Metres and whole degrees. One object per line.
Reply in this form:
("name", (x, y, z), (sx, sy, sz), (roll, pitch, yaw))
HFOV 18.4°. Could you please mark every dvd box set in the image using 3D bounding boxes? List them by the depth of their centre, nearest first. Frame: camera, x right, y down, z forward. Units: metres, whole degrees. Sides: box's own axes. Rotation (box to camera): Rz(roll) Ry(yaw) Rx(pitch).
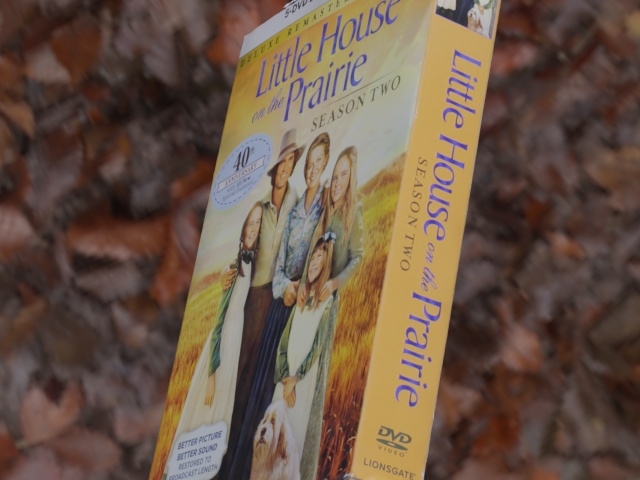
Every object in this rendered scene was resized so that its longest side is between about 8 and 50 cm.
("dvd box set", (0.000, 0.000, 1.428), (0.062, 0.307, 0.421), (22, 67, -26))

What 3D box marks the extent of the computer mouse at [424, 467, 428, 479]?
("computer mouse", (0.027, 0.229, 1.532), (0.072, 0.272, 0.188), (30, 140, -35))
